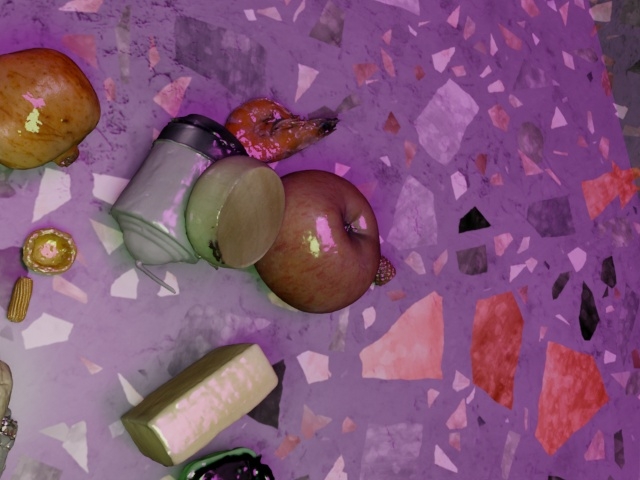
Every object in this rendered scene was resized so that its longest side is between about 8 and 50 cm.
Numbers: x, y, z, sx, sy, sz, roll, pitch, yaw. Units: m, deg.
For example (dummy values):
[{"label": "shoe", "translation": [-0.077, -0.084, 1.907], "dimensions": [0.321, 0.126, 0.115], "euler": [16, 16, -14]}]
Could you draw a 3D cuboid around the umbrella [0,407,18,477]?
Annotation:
[{"label": "umbrella", "translation": [-0.610, 0.386, 1.266], "dimensions": [0.067, 0.062, 0.143], "euler": [9, 79, 1]}]

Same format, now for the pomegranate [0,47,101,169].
[{"label": "pomegranate", "translation": [-0.544, -0.247, 1.291], "dimensions": [0.248, 0.248, 0.248], "euler": [4, 82, -31]}]

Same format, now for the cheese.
[{"label": "cheese", "translation": [-0.247, 0.329, 1.379], "dimensions": [0.265, 0.242, 0.124], "euler": [-34, 101, -30]}]

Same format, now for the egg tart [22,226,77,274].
[{"label": "egg tart", "translation": [-0.546, 0.024, 1.357], "dimensions": [0.105, 0.039, 0.105], "euler": [5, 81, -31]}]

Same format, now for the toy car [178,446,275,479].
[{"label": "toy car", "translation": [-0.199, 0.626, 1.421], "dimensions": [0.213, 0.176, 0.358], "euler": [-10, 86, -32]}]

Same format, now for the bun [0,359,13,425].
[{"label": "bun", "translation": [-0.634, 0.291, 1.186], "dimensions": [0.153, 0.244, 0.244], "euler": [24, 71, -48]}]

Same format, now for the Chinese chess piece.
[{"label": "Chinese chess piece", "translation": [-0.169, -0.056, 1.341], "dimensions": [0.238, 0.092, 0.237], "euler": [-38, 139, -44]}]

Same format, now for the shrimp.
[{"label": "shrimp", "translation": [-0.094, -0.283, 1.659], "dimensions": [0.317, 0.062, 0.164], "euler": [-20, 92, -29]}]

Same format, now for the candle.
[{"label": "candle", "translation": [-0.304, -0.081, 1.415], "dimensions": [0.221, 0.221, 0.342], "euler": [39, 68, -21]}]

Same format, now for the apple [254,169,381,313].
[{"label": "apple", "translation": [0.000, 0.000, 1.556], "dimensions": [0.345, 0.269, 0.344], "euler": [5, 80, -31]}]

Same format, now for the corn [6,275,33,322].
[{"label": "corn", "translation": [-0.588, 0.115, 1.322], "dimensions": [0.037, 0.037, 0.092], "euler": [16, 77, -29]}]

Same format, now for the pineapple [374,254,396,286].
[{"label": "pineapple", "translation": [0.128, 0.042, 1.750], "dimensions": [0.159, 0.074, 0.074], "euler": [49, 62, -7]}]
